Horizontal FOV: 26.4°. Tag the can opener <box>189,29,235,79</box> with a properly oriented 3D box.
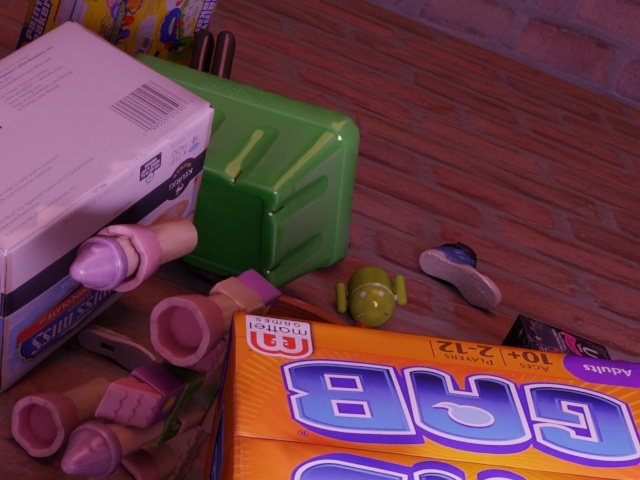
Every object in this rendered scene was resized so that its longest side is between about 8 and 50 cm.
[{"bbox_3d":[-0.195,-0.247,2.252,0.076,0.095,0.283,3,58,7],"label":"can opener"}]

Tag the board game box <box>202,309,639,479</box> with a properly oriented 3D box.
[{"bbox_3d":[0.079,0.313,1.051,0.356,0.356,0.356,8,27,-8],"label":"board game box"}]

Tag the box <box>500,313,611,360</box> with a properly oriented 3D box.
[{"bbox_3d":[0.296,0.238,1.723,0.142,0.163,0.247,21,24,-14],"label":"box"}]

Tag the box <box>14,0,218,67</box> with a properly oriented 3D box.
[{"bbox_3d":[-0.329,-0.381,2.286,0.177,0.290,0.279,33,25,22],"label":"box"}]

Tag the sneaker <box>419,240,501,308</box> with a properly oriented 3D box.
[{"bbox_3d":[0.241,0.051,2.193,0.152,0.058,0.085,29,32,28],"label":"sneaker"}]

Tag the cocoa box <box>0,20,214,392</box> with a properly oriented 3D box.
[{"bbox_3d":[-0.323,-0.046,1.549,0.231,0.228,0.347,32,46,18],"label":"cocoa box"}]

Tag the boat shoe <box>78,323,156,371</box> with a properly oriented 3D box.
[{"bbox_3d":[-0.238,0.126,1.627,0.100,0.035,0.035,20,26,8],"label":"boat shoe"}]

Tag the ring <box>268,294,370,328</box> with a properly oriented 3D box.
[{"bbox_3d":[0.044,0.169,1.500,0.337,0.336,0.032,33,65,20],"label":"ring"}]

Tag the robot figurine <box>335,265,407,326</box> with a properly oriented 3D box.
[{"bbox_3d":[0.073,0.081,1.964,0.101,0.067,0.115,-5,26,2],"label":"robot figurine"}]

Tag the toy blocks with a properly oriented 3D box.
[{"bbox_3d":[-0.151,0.170,1.310,0.309,0.288,0.260,35,23,15],"label":"toy blocks"}]

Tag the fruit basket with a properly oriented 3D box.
[{"bbox_3d":[-0.109,-0.110,1.943,0.392,0.282,0.392,3,35,-2],"label":"fruit basket"}]
